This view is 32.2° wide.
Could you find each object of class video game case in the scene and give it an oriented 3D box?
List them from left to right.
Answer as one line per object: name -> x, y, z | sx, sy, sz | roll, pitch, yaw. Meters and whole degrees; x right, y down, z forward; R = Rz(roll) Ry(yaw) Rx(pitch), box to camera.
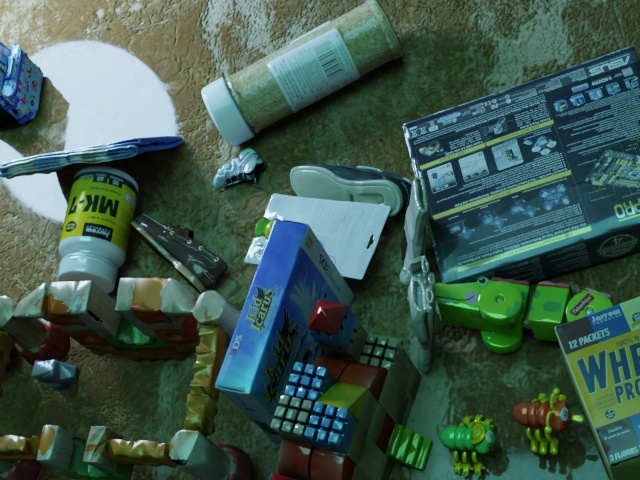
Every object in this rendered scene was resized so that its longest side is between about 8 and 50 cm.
video game case -> -0.044, 0.144, 1.659 | 0.061, 0.244, 0.270 | 8, 65, 25

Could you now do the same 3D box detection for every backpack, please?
backpack -> -0.647, -0.326, 2.202 | 0.116, 0.173, 0.158 | -7, 59, 18

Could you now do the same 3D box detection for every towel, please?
towel -> -0.415, -0.152, 2.018 | 0.285, 0.209, 0.034 | -8, 95, 16

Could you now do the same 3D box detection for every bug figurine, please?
bug figurine -> 0.247, 0.329, 1.516 | 0.216, 0.072, 0.279 | -8, 58, 38

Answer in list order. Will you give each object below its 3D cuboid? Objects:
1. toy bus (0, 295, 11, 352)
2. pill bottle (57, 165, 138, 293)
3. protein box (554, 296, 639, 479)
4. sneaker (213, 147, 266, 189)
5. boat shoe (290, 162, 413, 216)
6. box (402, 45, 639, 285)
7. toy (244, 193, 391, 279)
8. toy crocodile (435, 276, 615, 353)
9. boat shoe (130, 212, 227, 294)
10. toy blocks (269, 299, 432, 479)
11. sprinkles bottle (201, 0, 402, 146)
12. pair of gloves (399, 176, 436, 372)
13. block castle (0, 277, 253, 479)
toy bus -> -0.649, 0.162, 1.944 | 0.220, 0.149, 0.211 | -45, 24, -10
pill bottle -> -0.396, -0.016, 1.963 | 0.119, 0.119, 0.209 | -5, 61, 18
protein box -> 0.418, 0.216, 1.467 | 0.136, 0.200, 0.201 | -21, 56, 8
sneaker -> -0.139, -0.115, 1.968 | 0.098, 0.038, 0.069 | -44, 55, -6
boat shoe -> 0.053, -0.088, 1.871 | 0.233, 0.084, 0.079 | 11, 28, 33
box -> 0.352, -0.103, 1.739 | 0.395, 0.097, 0.318 | -18, 55, 10
toy -> 0.000, 0.000, 1.838 | 0.237, 0.056, 0.137 | 9, 65, 31
toy crocodile -> 0.329, 0.105, 1.619 | 0.340, 0.115, 0.105 | 7, 58, 22
boat shoe -> -0.244, 0.012, 1.920 | 0.207, 0.073, 0.073 | 39, 78, 26
toy blocks -> 0.025, 0.264, 1.555 | 0.190, 0.261, 0.381 | 9, 66, 25
sprinkles bottle -> -0.033, -0.299, 1.983 | 0.355, 0.121, 0.121 | -27, 56, 4
pair of gloves -> 0.143, 0.054, 1.666 | 0.042, 0.204, 0.240 | -3, 56, 0
block castle -> -0.315, 0.240, 1.733 | 0.453, 0.213, 0.303 | -3, 63, 20
